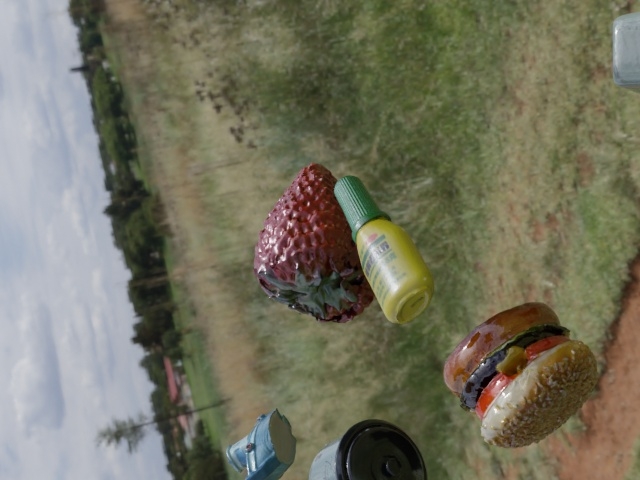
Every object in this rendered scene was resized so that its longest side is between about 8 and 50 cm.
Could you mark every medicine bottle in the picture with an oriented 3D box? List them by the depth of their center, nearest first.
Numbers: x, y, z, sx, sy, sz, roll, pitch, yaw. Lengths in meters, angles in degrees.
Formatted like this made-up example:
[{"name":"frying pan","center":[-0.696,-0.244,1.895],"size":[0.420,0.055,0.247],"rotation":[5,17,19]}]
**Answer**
[{"name":"medicine bottle","center":[0.098,0.002,1.372],"size":[0.111,0.076,0.309],"rotation":[-56,39,28]}]

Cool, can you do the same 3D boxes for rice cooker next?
[{"name":"rice cooker","center":[0.112,0.542,1.857],"size":[0.241,0.280,0.227],"rotation":[60,142,13]}]

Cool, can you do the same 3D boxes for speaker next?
[{"name":"speaker","center":[0.798,-0.414,1.832],"size":[0.184,0.406,0.183],"rotation":[0,93,35]}]

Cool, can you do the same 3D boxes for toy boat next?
[{"name":"toy boat","center":[-0.103,0.364,1.383],"size":[0.088,0.102,0.215],"rotation":[56,-174,-6]}]

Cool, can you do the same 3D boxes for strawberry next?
[{"name":"strawberry","center":[0.000,0.000,1.794],"size":[0.312,0.267,0.351],"rotation":[42,-146,-41]}]

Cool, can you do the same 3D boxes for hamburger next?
[{"name":"hamburger","center":[0.476,0.320,1.907],"size":[0.330,0.329,0.250],"rotation":[90,154,-50]}]
